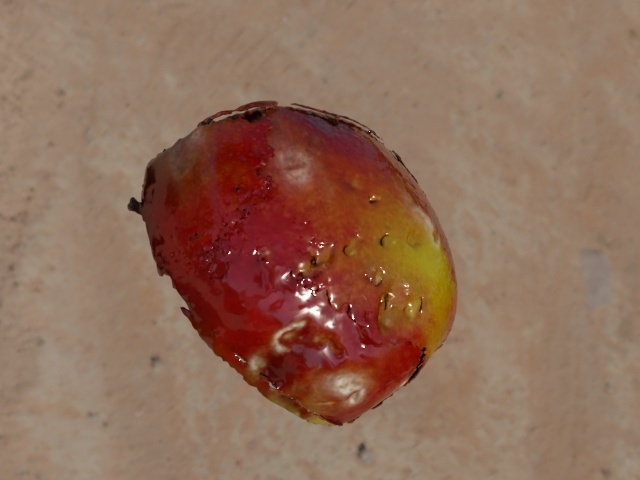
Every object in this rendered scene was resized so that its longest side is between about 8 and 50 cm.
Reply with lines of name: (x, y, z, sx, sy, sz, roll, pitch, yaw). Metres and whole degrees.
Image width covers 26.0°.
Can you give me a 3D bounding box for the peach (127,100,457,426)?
peach: (0.000, 0.000, 0.344, 0.083, 0.050, 0.077, 50, 35, -2)
